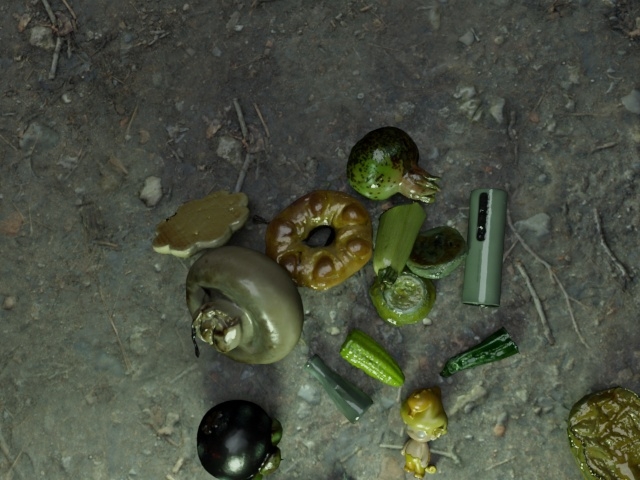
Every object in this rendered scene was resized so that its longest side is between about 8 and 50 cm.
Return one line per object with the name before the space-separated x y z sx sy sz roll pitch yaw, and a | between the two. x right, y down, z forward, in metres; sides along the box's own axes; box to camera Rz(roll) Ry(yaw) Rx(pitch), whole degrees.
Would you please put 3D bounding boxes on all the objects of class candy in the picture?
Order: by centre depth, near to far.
candy | 0.152 0.341 1.500 0.209 0.097 0.096 37 85 4

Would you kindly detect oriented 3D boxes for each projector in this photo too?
projector | 0.472 0.021 1.512 0.108 0.108 0.337 6 81 8

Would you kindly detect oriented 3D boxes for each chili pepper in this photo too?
chili pepper | 0.439 0.332 1.486 0.227 0.059 0.088 -29 91 4

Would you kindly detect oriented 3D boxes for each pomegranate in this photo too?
pomegranate | 0.213 -0.203 1.545 0.277 0.204 0.222 32 92 -7

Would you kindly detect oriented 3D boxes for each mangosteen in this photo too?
mangosteen | -0.219 0.557 1.448 0.243 0.243 0.242 -1 79 6

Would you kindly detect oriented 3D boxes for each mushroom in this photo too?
mushroom | -0.227 0.196 1.433 0.362 0.362 0.294 36 44 11

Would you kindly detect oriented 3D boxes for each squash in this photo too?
squash | 0.193 0.024 1.493 0.137 0.137 0.287 21 63 10

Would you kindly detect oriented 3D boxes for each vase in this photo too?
vase | 0.045 0.417 1.504 0.214 0.086 0.086 41 86 16

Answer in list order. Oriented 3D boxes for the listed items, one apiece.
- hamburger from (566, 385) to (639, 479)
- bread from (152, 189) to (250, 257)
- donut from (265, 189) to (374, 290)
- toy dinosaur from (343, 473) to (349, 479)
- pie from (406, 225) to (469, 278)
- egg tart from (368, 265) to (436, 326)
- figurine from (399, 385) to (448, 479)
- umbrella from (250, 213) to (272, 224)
hamburger | 0.785 0.529 1.371 0.266 0.134 0.284 -20 71 5
bread | -0.349 -0.050 1.570 0.316 0.054 0.316 -13 34 9
donut | 0.000 0.000 1.548 0.317 0.150 0.299 5 80 8
toy dinosaur | 0.096 0.692 1.474 0.062 0.021 0.083 -2 83 -1
pie | 0.331 0.029 1.518 0.187 0.041 0.186 -15 43 15
egg tart | 0.241 0.152 1.530 0.197 0.078 0.197 -1 77 3
figurine | 0.280 0.518 1.442 0.156 0.131 0.246 17 98 49
umbrella | -0.183 -0.062 1.649 0.083 0.020 0.031 14 82 4
